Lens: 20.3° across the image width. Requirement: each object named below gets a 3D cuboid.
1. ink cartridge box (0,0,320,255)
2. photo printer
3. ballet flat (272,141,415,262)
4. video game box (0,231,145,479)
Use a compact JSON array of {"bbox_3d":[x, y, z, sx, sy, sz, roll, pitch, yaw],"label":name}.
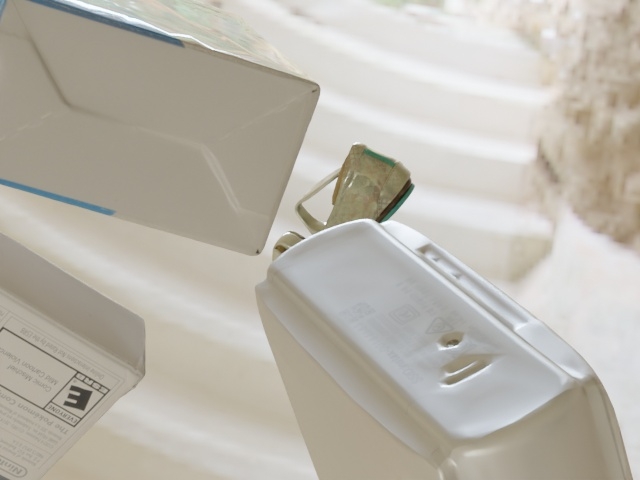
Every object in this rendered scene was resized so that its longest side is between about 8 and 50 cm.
[{"bbox_3d":[-0.075,-0.058,0.623,0.181,0.104,0.062,-131,59,-70],"label":"ink cartridge box"},{"bbox_3d":[0.085,0.165,0.935,0.256,0.107,0.308,41,154,59],"label":"photo printer"},{"bbox_3d":[0.000,0.000,1.130,0.168,0.052,0.057,-53,3,36],"label":"ballet flat"},{"bbox_3d":[-0.208,0.054,0.742,0.187,0.205,0.048,-46,26,21],"label":"video game box"}]
